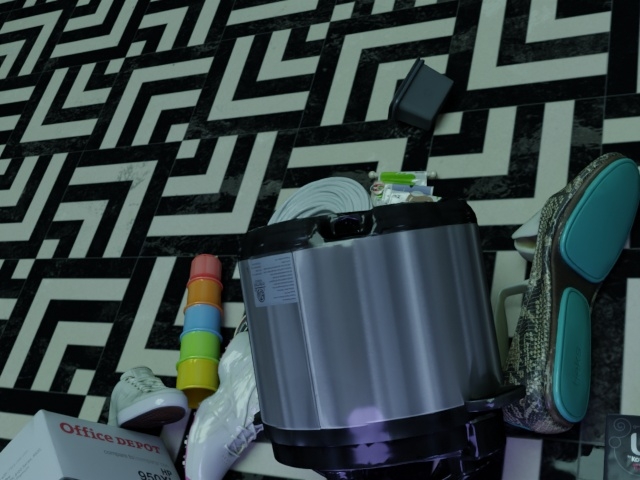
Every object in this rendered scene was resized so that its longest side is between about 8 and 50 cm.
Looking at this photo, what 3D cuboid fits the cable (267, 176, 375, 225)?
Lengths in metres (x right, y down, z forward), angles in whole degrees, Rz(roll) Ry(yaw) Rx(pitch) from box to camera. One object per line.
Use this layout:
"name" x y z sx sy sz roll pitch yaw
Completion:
"cable" 0.000 0.000 1.520 0.257 0.089 0.257 -22 47 23

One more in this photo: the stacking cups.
"stacking cups" -0.241 0.168 1.551 0.096 0.096 0.316 -18 52 17

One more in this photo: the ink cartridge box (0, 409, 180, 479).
"ink cartridge box" -0.334 0.487 1.247 0.166 0.285 0.395 -47 49 9

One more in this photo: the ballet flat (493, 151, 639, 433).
"ballet flat" 0.369 0.069 1.258 0.182 0.164 0.483 -5 56 50

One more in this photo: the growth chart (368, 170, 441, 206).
"growth chart" 0.156 -0.040 1.522 0.172 0.021 0.237 -4 60 28

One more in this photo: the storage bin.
"storage bin" 0.210 -0.293 1.625 0.091 0.098 0.135 29 74 10

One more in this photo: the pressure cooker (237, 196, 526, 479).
"pressure cooker" 0.074 0.166 1.155 0.375 0.370 0.420 -9 87 -5

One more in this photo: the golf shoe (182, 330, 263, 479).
"golf shoe" -0.139 0.308 1.393 0.140 0.115 0.306 8 64 28

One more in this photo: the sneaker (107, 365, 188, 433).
"sneaker" -0.327 0.281 1.432 0.290 0.106 0.123 -29 58 52

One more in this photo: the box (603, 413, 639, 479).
"box" 0.449 0.376 0.997 0.165 0.143 0.270 -1 58 26

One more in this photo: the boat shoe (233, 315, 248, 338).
"boat shoe" -0.122 0.159 1.526 0.043 0.049 0.137 16 63 33
